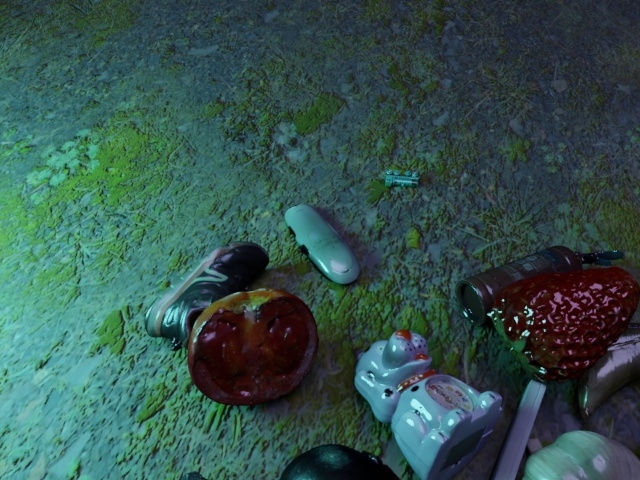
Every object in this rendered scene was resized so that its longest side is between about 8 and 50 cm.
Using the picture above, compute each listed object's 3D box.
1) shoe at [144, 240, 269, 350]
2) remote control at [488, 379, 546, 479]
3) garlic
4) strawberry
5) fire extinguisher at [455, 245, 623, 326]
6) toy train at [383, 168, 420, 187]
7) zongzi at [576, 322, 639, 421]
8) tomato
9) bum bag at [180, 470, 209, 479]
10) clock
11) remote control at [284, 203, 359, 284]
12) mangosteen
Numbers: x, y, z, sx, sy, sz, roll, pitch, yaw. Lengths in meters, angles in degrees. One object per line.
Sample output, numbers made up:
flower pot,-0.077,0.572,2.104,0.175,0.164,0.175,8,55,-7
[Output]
shoe,-0.200,0.110,1.125,0.137,0.114,0.291,32,58,29
remote control,0.316,0.352,0.943,0.034,0.103,0.250,23,52,20
garlic,0.382,0.386,0.893,0.219,0.218,0.212,-13,14,-13
strawberry,0.442,0.134,1.005,0.245,0.205,0.205,-31,53,7
fire extinguisher,0.459,0.077,1.168,0.344,0.138,0.102,-18,97,-16
toy train,0.204,-0.154,1.425,0.092,0.029,0.045,6,57,1
zongzi,0.559,0.240,1.043,0.195,0.099,0.197,-2,51,17
tomato,-0.129,0.182,1.030,0.233,0.200,0.139,-7,16,-20
bum bag,-0.142,0.425,0.903,0.198,0.049,0.087,8,25,5
clock,0.159,0.265,0.983,0.189,0.188,0.254,-28,50,-24
remote control,0.000,0.001,1.273,0.098,0.045,0.256,-25,52,-22
mangosteen,0.019,0.410,0.810,0.243,0.242,0.242,1,49,-1
